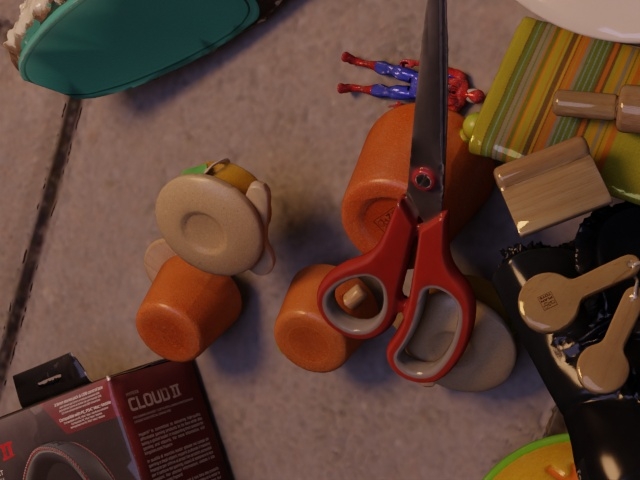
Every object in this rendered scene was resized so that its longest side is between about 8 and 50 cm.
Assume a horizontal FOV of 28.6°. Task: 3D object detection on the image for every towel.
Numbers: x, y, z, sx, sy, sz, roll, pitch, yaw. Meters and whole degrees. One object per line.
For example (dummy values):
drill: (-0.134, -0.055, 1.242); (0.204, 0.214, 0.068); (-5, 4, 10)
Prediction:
towel: (0.218, -0.063, 0.787); (0.237, 0.021, 0.102); (21, 76, 18)

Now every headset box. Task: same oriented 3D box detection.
headset box: (-0.183, 0.240, 1.043); (0.218, 0.110, 0.293); (-22, 84, 31)

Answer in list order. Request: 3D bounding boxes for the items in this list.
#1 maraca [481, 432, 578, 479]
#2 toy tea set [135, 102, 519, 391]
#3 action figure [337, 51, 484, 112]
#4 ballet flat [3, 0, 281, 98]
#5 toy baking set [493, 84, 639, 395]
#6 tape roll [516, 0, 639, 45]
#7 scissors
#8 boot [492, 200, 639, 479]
maraca: (0.183, 0.185, 0.836); (0.185, 0.099, 0.127); (-29, 90, 4)
toy tea set: (0.000, 0.000, 0.936); (0.336, 0.124, 0.200); (0, 124, 27)
action figure: (0.066, -0.113, 0.913); (0.115, 0.030, 0.038); (13, 96, 27)
ballet flat: (-0.064, -0.242, 0.939); (0.409, 0.147, 0.147); (-24, 82, 27)
toy baking set: (0.228, 0.000, 0.736); (0.256, 0.030, 0.197); (2, 73, 13)
tape roll: (0.216, -0.232, 0.731); (0.246, 0.169, 0.246); (3, 97, 30)
scissors: (0.074, -0.023, 0.785); (0.109, 0.021, 0.297); (27, 131, 9)
boot: (0.248, 0.061, 0.775); (0.246, 0.094, 0.207); (-17, 65, 4)
